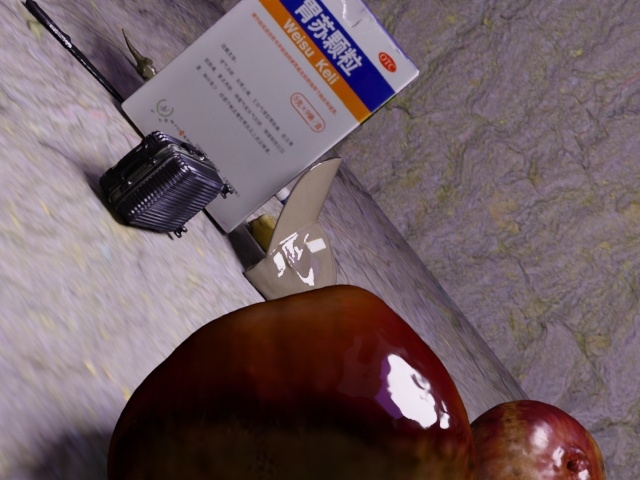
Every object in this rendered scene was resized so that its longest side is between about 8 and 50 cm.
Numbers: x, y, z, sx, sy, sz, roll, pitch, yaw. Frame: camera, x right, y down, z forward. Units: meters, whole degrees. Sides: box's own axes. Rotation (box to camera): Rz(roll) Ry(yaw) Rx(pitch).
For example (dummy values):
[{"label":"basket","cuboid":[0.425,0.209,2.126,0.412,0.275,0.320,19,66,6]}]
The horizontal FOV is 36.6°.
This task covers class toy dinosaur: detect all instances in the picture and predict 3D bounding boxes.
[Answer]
[{"label":"toy dinosaur","cuboid":[-0.251,-0.250,1.378,0.113,0.026,0.041,56,-2,-32]}]

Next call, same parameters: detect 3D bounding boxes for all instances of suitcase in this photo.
[{"label":"suitcase","cuboid":[-0.144,-0.052,0.908,0.059,0.086,0.126,51,8,13]}]

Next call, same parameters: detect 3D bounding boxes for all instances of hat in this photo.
[{"label":"hat","cuboid":[0.000,0.000,1.163,0.144,0.173,0.166,47,12,0]}]

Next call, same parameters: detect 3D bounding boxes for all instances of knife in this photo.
[{"label":"knife","cuboid":[-0.285,-0.219,1.143,0.170,0.010,0.023,49,15,-25]}]

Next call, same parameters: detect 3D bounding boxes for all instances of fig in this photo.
[{"label":"fig","cuboid":[0.241,0.292,1.155,0.205,0.205,0.205,49,9,-10]}]

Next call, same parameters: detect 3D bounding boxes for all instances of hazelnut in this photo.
[{"label":"hazelnut","cuboid":[-0.015,0.115,0.556,0.208,0.208,0.208,49,9,-10]}]

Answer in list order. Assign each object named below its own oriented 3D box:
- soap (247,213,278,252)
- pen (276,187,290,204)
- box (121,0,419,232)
[{"label":"soap","cuboid":[-0.003,0.068,1.291,0.252,0.037,0.092,52,8,12]},{"label":"pen","cuboid":[-0.086,-0.102,1.619,0.204,0.025,0.025,48,9,-23]},{"label":"box","cuboid":[-0.058,-0.180,1.164,0.200,0.299,0.106,50,8,-3]}]
